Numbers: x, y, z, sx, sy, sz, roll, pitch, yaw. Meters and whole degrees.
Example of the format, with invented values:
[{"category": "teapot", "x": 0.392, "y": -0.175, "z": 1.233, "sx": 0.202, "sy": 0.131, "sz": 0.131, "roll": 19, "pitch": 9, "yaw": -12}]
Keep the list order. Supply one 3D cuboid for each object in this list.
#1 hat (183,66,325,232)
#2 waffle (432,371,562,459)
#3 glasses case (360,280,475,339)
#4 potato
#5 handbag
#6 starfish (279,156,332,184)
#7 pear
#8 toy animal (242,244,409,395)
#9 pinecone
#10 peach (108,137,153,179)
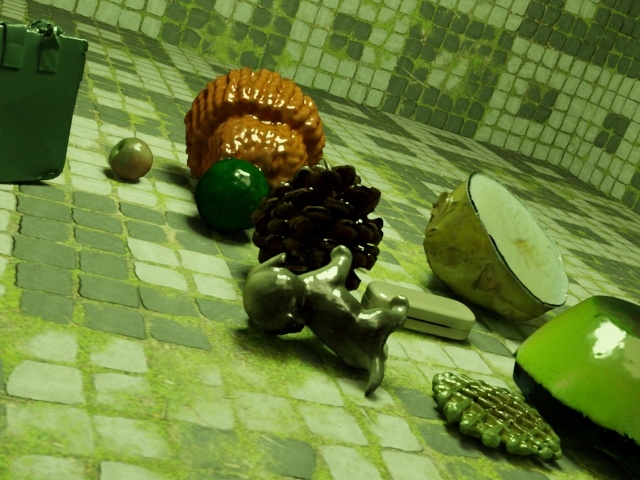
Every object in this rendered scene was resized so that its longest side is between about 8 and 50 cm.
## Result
[{"category": "hat", "x": -0.117, "y": -0.168, "z": 1.635, "sx": 0.285, "sy": 0.285, "sz": 0.400, "roll": 16, "pitch": 21, "yaw": -15}, {"category": "waffle", "x": 0.239, "y": 0.237, "z": 1.174, "sx": 0.183, "sy": 0.036, "sz": 0.169, "roll": 16, "pitch": 17, "yaw": -17}, {"category": "glasses case", "x": 0.163, "y": 0.117, "z": 1.434, "sx": 0.196, "sy": 0.050, "sz": 0.083, "roll": 15, "pitch": 20, "yaw": -18}, {"category": "potato", "x": 0.322, "y": 0.043, "z": 1.654, "sx": 0.246, "sy": 0.196, "sz": 0.300, "roll": -1, "pitch": 56, "yaw": -45}, {"category": "handbag", "x": -0.502, "y": -0.222, "z": 1.337, "sx": 0.079, "sy": 0.260, "sz": 0.247, "roll": 27, "pitch": 18, "yaw": 34}, {"category": "starfish", "x": 0.009, "y": -0.039, "z": 1.569, "sx": 0.213, "sy": 0.057, "sz": 0.238, "roll": 27, "pitch": 50, "yaw": -33}, {"category": "pear", "x": 0.497, "y": 0.212, "z": 1.280, "sx": 0.398, "sy": 0.165, "sz": 0.399, "roll": 24, "pitch": 15, "yaw": -7}, {"category": "toy animal", "x": 0.007, "y": 0.101, "z": 1.201, "sx": 0.233, "sy": 0.121, "sz": 0.168, "roll": 33, "pitch": 35, "yaw": 7}, {"category": "pinecone", "x": 0.000, "y": 0.000, "z": 1.360, "sx": 0.221, "sy": 0.221, "sz": 0.221, "roll": 19, "pitch": 17, "yaw": -6}, {"category": "peach", "x": -0.353, "y": -0.152, "z": 1.610, "sx": 0.083, "sy": 0.083, "sz": 0.083, "roll": 19, "pitch": 17, "yaw": -6}]
